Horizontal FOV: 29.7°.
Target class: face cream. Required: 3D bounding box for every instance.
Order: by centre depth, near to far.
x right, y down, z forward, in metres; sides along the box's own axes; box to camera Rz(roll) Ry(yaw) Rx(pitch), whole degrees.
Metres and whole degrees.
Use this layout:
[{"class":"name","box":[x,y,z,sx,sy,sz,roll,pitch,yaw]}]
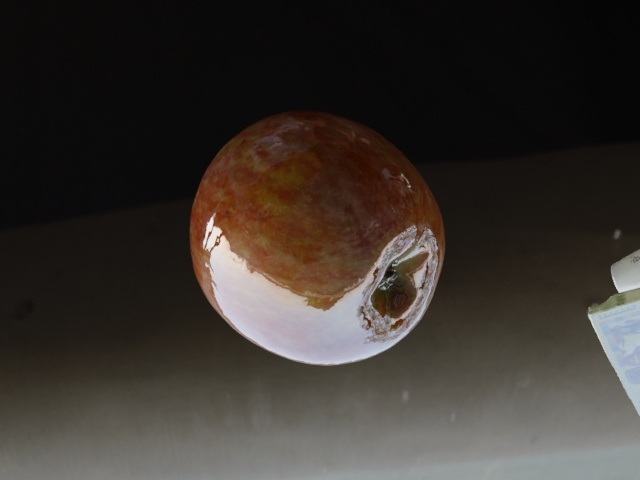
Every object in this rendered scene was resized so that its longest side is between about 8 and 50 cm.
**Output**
[{"class":"face cream","box":[0.434,0.015,1.424,0.182,0.051,0.072,-26,-151,25]}]

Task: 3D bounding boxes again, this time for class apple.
[{"class":"apple","box":[0.000,0.000,0.911,0.188,0.188,0.174,-40,-133,-23]}]

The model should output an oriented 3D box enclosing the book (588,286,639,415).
[{"class":"book","box":[0.347,0.089,1.098,0.168,0.192,0.013,-19,-133,17]}]
